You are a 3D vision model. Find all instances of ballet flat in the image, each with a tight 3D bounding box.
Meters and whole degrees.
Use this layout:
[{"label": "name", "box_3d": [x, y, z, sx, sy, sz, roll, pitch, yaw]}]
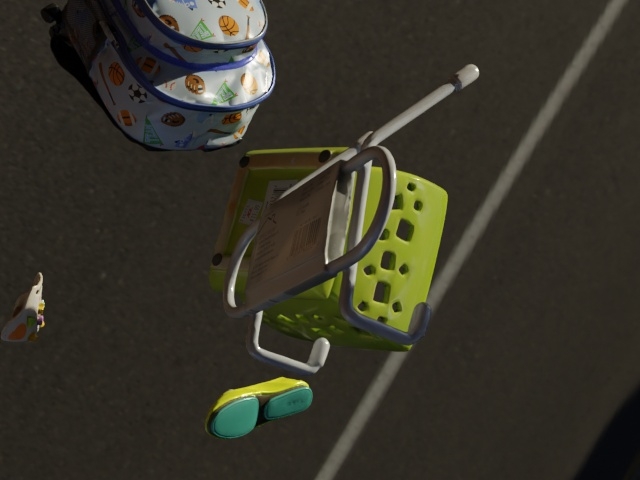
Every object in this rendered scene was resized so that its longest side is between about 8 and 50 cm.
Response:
[{"label": "ballet flat", "box_3d": [-0.115, 0.268, 1.802, 0.231, 0.077, 0.077, -9, 115, -45]}]

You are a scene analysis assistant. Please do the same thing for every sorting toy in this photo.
[{"label": "sorting toy", "box_3d": [-0.373, 0.083, 1.416, 0.083, 0.044, 0.075, -96, -156, -67]}]

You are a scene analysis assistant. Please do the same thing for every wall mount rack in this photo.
[{"label": "wall mount rack", "box_3d": [0.032, -0.029, 1.118, 0.130, 0.350, 0.304, 20, 67, -23]}]

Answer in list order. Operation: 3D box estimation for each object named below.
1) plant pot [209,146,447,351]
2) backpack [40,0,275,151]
[{"label": "plant pot", "box_3d": [0.000, 0.000, 1.415, 0.207, 0.227, 0.228, 31, 69, -46]}, {"label": "backpack", "box_3d": [-0.183, -0.252, 1.449, 0.276, 0.263, 0.213, -14, 162, -33]}]
